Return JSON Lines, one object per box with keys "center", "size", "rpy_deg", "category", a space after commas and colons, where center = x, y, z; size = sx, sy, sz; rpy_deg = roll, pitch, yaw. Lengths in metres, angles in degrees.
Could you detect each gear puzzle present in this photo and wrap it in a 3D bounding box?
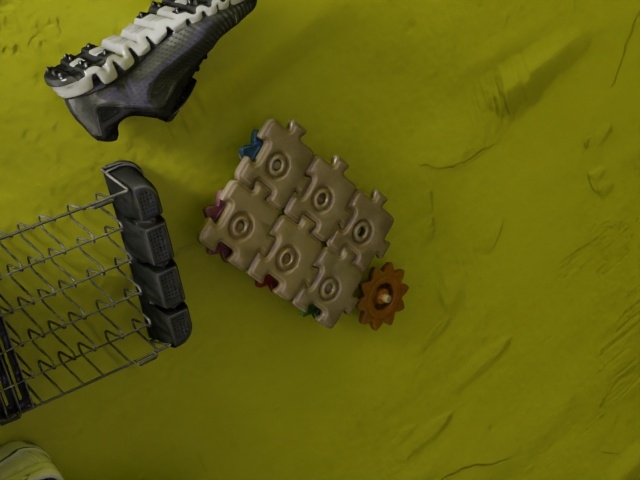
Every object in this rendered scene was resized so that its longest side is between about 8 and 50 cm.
{"center": [0.000, 0.000, 1.336], "size": [0.339, 0.044, 0.175], "rpy_deg": [37, 79, -40], "category": "gear puzzle"}

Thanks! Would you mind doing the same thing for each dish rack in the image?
{"center": [-0.263, 0.059, 1.139], "size": [0.272, 0.074, 0.208], "rpy_deg": [-24, 115, -27], "category": "dish rack"}

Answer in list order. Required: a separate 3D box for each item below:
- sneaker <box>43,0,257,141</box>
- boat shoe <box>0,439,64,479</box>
{"center": [-0.156, -0.178, 1.145], "size": [0.234, 0.078, 0.106], "rpy_deg": [-34, 124, -19], "category": "sneaker"}
{"center": [-0.361, 0.313, 1.131], "size": [0.258, 0.084, 0.095], "rpy_deg": [-52, 127, -13], "category": "boat shoe"}
